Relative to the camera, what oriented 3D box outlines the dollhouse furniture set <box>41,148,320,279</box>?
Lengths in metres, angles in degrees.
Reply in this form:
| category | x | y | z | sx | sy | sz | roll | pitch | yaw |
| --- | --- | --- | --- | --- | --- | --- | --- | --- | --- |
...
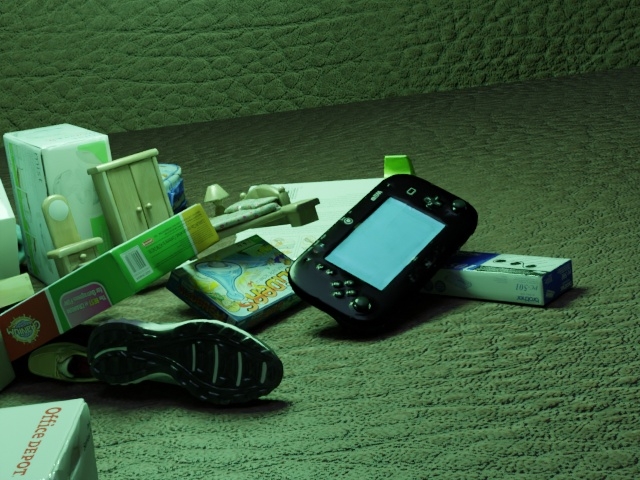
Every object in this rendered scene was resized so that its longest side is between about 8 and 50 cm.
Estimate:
| category | x | y | z | sx | sy | sz | roll | pitch | yaw |
| --- | --- | --- | --- | --- | --- | --- | --- | --- | --- |
| dollhouse furniture set | -0.231 | -0.058 | 1.842 | 0.303 | 0.174 | 0.355 | -22 | 8 | -33 |

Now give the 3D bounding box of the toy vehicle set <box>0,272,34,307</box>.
| category | x | y | z | sx | sy | sz | roll | pitch | yaw |
| --- | --- | --- | --- | --- | --- | --- | --- | --- | --- |
| toy vehicle set | -0.570 | 0.107 | 1.771 | 0.266 | 0.035 | 0.166 | -13 | 6 | 39 |

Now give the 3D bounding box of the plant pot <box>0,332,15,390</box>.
| category | x | y | z | sx | sy | sz | roll | pitch | yaw |
| --- | --- | --- | --- | --- | --- | --- | --- | --- | --- |
| plant pot | -0.484 | 0.168 | 1.580 | 0.109 | 0.109 | 0.096 | -3 | 29 | 14 |

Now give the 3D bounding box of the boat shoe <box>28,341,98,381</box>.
| category | x | y | z | sx | sy | sz | roll | pitch | yaw |
| --- | --- | --- | --- | --- | --- | --- | --- | --- | --- |
| boat shoe | -0.334 | 0.165 | 1.607 | 0.135 | 0.050 | 0.045 | -3 | 10 | 12 |

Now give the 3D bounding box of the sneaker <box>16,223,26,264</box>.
| category | x | y | z | sx | sy | sz | roll | pitch | yaw |
| --- | --- | --- | --- | --- | --- | --- | --- | --- | --- |
| sneaker | -0.690 | 0.024 | 2.128 | 0.365 | 0.135 | 0.150 | -18 | 15 | -32 |

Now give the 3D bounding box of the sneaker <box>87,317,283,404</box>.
| category | x | y | z | sx | sy | sz | roll | pitch | yaw |
| --- | --- | --- | --- | --- | --- | --- | --- | --- | --- |
| sneaker | -0.163 | 0.144 | 1.526 | 0.271 | 0.100 | 0.108 | 6 | 2 | 28 |

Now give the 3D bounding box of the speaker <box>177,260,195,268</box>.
| category | x | y | z | sx | sy | sz | roll | pitch | yaw |
| --- | --- | --- | --- | --- | --- | --- | --- | --- | --- |
| speaker | -0.169 | 0.061 | 1.910 | 0.136 | 0.055 | 0.055 | 8 | 21 | 41 |

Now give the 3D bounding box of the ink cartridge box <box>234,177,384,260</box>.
| category | x | y | z | sx | sy | sz | roll | pitch | yaw |
| --- | --- | --- | --- | --- | --- | --- | --- | --- | --- |
| ink cartridge box | 0.000 | 0.000 | 2.044 | 0.296 | 0.066 | 0.261 | -3 | 41 | 15 |

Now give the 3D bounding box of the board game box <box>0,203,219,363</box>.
| category | x | y | z | sx | sy | sz | roll | pitch | yaw |
| --- | --- | --- | --- | --- | --- | --- | --- | --- | --- |
| board game box | -0.325 | 0.070 | 1.683 | 0.316 | 0.064 | 0.242 | -28 | 4 | 29 |

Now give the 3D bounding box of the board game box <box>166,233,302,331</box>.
| category | x | y | z | sx | sy | sz | roll | pitch | yaw |
| --- | --- | --- | --- | --- | --- | --- | --- | --- | --- |
| board game box | -0.113 | 0.065 | 1.793 | 0.136 | 0.035 | 0.201 | 35 | 34 | 22 |

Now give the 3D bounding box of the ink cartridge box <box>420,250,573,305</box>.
| category | x | y | z | sx | sy | sz | roll | pitch | yaw |
| --- | --- | --- | --- | --- | --- | --- | --- | --- | --- |
| ink cartridge box | 0.257 | 0.053 | 1.766 | 0.207 | 0.046 | 0.097 | 4 | 17 | 38 |

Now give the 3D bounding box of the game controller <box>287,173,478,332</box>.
| category | x | y | z | sx | sy | sz | roll | pitch | yaw |
| --- | --- | --- | --- | --- | --- | --- | --- | --- | --- |
| game controller | 0.094 | 0.011 | 1.752 | 0.166 | 0.067 | 0.319 | 35 | 50 | 16 |

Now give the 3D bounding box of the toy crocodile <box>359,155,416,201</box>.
| category | x | y | z | sx | sy | sz | roll | pitch | yaw |
| --- | --- | --- | --- | --- | --- | --- | --- | --- | --- |
| toy crocodile | 0.085 | -0.014 | 1.883 | 0.115 | 0.105 | 0.340 | 7 | 37 | 25 |

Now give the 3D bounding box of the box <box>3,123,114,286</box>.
| category | x | y | z | sx | sy | sz | roll | pitch | yaw |
| --- | --- | --- | --- | --- | --- | --- | --- | --- | --- |
| box | -0.442 | -0.057 | 2.071 | 0.126 | 0.262 | 0.231 | -15 | 16 | -28 |

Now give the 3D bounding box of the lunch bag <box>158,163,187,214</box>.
| category | x | y | z | sx | sy | sz | roll | pitch | yaw |
| --- | --- | --- | --- | --- | --- | --- | --- | --- | --- |
| lunch bag | -0.398 | -0.080 | 2.429 | 0.243 | 0.115 | 0.303 | -3 | 15 | 7 |

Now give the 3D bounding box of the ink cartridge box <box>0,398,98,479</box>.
| category | x | y | z | sx | sy | sz | roll | pitch | yaw |
| --- | --- | --- | --- | --- | --- | --- | --- | --- | --- |
| ink cartridge box | -0.368 | 0.256 | 1.156 | 0.278 | 0.117 | 0.201 | -7 | 15 | 1 |

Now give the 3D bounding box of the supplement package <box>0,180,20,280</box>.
| category | x | y | z | sx | sy | sz | roll | pitch | yaw |
| --- | --- | --- | --- | --- | --- | --- | --- | --- | --- |
| supplement package | -0.630 | -0.033 | 1.988 | 0.198 | 0.199 | 0.263 | -13 | 48 | -22 |
